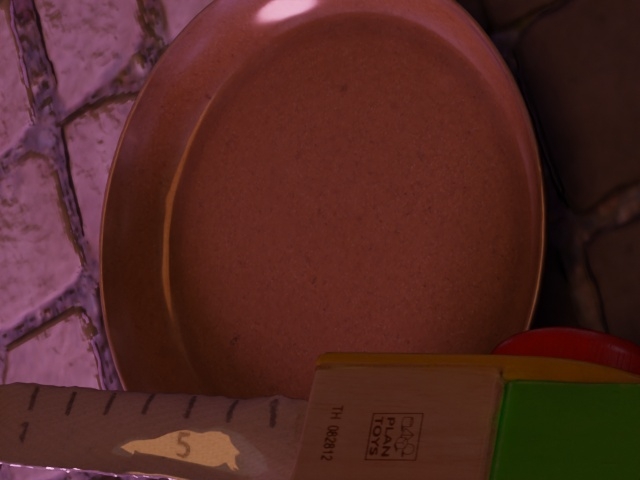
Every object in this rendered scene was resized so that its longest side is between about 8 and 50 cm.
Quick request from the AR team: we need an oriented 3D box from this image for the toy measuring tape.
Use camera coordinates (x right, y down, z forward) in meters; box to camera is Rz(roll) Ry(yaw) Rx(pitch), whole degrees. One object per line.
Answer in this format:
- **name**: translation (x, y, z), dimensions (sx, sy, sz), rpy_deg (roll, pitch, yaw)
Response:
- **toy measuring tape**: translation (0.026, 0.093, 0.633), dimensions (0.330, 0.121, 0.121), rpy_deg (-1, 84, 25)

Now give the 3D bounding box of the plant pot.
- **plant pot**: translation (0.000, 0.000, 0.740), dimensions (0.236, 0.032, 0.236), rpy_deg (-5, 82, 38)
